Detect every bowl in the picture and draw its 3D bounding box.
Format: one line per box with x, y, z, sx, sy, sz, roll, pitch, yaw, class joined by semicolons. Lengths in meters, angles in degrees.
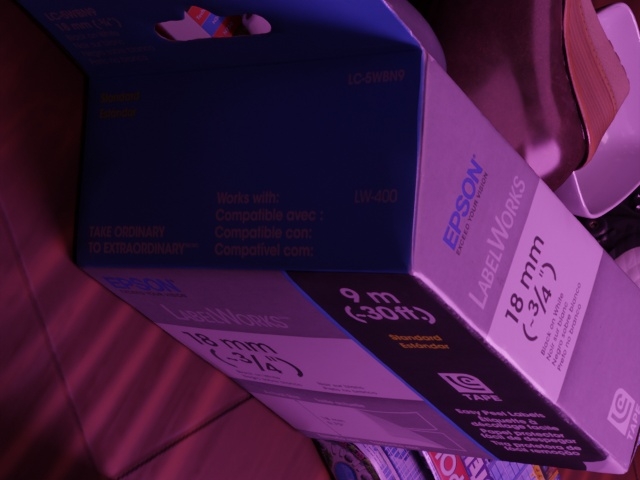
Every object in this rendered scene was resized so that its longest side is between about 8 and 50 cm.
0.199;-0.098;1.280;0.142;0.053;0.142;-36;115;-44;bowl

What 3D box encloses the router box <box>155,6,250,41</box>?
-0.069;-0.300;0.870;0.301;0.082;0.335;43;75;-41;router box

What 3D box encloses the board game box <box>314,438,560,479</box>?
0.075;0.171;1.122;0.194;0.060;0.194;-49;125;-40;board game box

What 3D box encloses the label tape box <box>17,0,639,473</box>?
0.000;0.000;0.898;0.334;0.241;0.106;42;60;-40;label tape box

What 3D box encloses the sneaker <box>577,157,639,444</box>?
0.233;0.048;1.311;0.086;0.085;0.237;82;18;-66;sneaker

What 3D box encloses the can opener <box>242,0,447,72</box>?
0.043;-0.058;0.966;0.076;0.095;0.283;-43;139;-9;can opener

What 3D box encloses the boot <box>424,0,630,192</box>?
0.089;-0.125;1.121;0.207;0.090;0.248;-43;108;-23;boot
